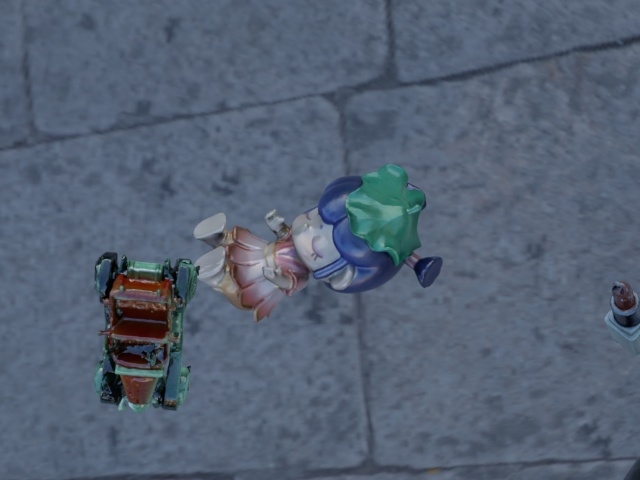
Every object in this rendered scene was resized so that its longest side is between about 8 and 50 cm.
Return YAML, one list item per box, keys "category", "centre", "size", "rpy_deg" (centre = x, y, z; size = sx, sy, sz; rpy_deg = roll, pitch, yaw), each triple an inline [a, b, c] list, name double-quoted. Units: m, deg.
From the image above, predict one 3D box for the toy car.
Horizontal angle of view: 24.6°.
- category: "toy car"
  centre: [-0.128, 0.070, 1.052]
  size: [0.073, 0.054, 0.143]
  rpy_deg: [6, 129, -3]

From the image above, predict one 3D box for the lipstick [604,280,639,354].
- category: "lipstick"
  centre: [0.198, 0.046, 0.942]
  size: [0.025, 0.107, 0.025]
  rpy_deg: [39, 86, 24]

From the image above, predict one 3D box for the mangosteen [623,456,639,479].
- category: "mangosteen"
  centre: [0.338, 0.245, 1.127]
  size: [0.243, 0.243, 0.243]
  rpy_deg: [-1, 87, 27]

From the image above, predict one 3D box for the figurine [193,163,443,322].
- category: "figurine"
  centre: [0.000, 0.000, 1.226]
  size: [0.195, 0.102, 0.111]
  rpy_deg: [-18, 50, 21]
